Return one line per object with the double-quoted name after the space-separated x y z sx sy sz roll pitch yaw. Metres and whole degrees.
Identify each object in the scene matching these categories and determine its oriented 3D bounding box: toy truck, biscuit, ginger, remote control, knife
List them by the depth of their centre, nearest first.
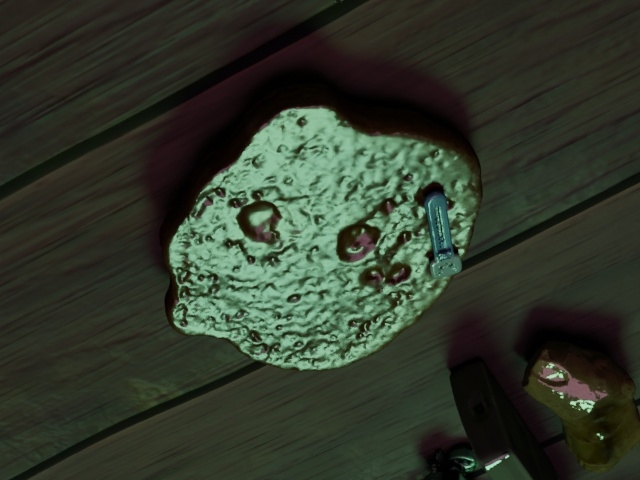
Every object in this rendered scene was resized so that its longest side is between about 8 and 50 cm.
0.098 -0.003 0.976 0.027 0.010 0.096 -16 133 -1 "knife"
0.000 -0.001 0.989 0.257 0.049 0.273 15 124 -27 "biscuit"
0.255 0.156 1.160 0.095 0.069 0.190 -26 129 7 "ginger"
0.208 0.241 1.194 0.038 0.123 0.285 -26 132 12 "remote control"
0.144 0.289 1.258 0.078 0.080 0.154 -8 136 27 "toy truck"

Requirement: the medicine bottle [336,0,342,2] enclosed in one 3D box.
-0.004 -0.265 0.757 0.171 0.052 0.201 20 124 -24 "medicine bottle"
